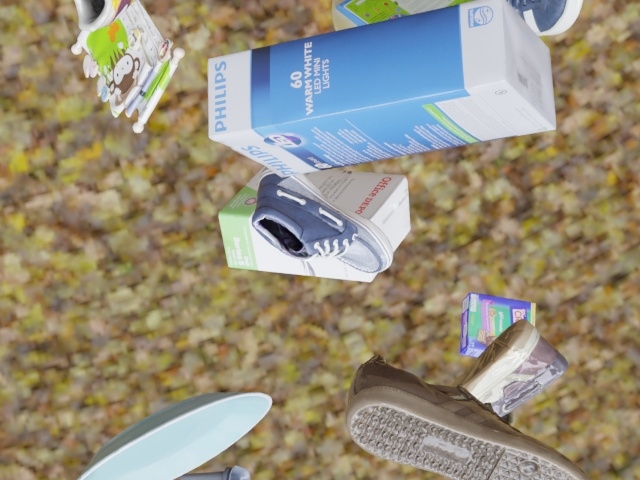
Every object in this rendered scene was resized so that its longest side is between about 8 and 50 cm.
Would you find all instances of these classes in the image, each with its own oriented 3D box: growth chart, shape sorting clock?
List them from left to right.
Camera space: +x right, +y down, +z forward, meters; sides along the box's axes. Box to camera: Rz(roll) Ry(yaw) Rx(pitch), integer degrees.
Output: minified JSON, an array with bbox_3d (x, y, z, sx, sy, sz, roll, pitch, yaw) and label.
[{"bbox_3d":[-0.278,-0.263,1.892,0.021,0.237,0.172,2,128,-42],"label":"growth chart"},{"bbox_3d":[0.116,-0.272,1.631,0.206,0.206,0.040,-12,144,-13],"label":"shape sorting clock"}]

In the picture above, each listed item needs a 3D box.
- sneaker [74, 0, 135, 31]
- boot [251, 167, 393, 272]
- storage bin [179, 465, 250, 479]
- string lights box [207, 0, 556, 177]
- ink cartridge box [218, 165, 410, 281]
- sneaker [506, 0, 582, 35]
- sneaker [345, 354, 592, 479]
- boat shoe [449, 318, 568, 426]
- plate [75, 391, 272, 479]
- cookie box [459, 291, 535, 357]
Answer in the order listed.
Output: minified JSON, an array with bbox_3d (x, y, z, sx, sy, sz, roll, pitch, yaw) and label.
[{"bbox_3d":[-0.224,-0.295,1.313,0.070,0.084,0.185,13,137,24],"label":"sneaker"},{"bbox_3d":[0.000,0.000,1.481,0.190,0.086,0.069,35,133,-22],"label":"boot"},{"bbox_3d":[-0.162,0.406,1.995,0.091,0.135,0.098,-1,164,18],"label":"storage bin"},{"bbox_3d":[0.050,-0.121,1.108,0.260,0.076,0.133,-8,165,24],"label":"string lights box"},{"bbox_3d":[-0.005,-0.034,2.285,0.273,0.198,0.114,6,121,24],"label":"ink cartridge box"},{"bbox_3d":[0.285,-0.373,2.035,0.148,0.131,0.350,5,171,-13],"label":"sneaker"},{"bbox_3d":[0.106,0.129,0.881,0.188,0.071,0.066,28,121,-11],"label":"sneaker"},{"bbox_3d":[0.211,0.213,1.717,0.285,0.092,0.103,-52,179,38],"label":"boat shoe"},{"bbox_3d":[-0.128,0.167,1.101,0.188,0.024,0.188,-27,162,-10],"label":"plate"},{"bbox_3d":[0.270,0.134,2.028,0.107,0.091,0.040,10,156,-10],"label":"cookie box"}]
